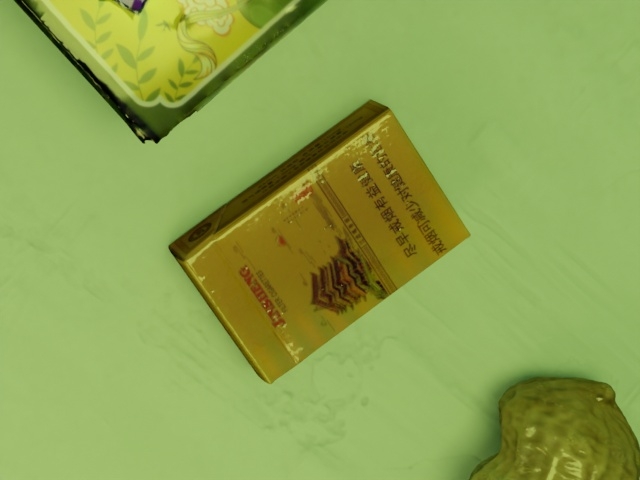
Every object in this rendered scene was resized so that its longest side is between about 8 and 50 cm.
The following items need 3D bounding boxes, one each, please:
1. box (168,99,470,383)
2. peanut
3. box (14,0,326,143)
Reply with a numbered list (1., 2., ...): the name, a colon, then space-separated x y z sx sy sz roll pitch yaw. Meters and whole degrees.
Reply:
1. box: 0.000 0.000 2.007 0.274 0.076 0.174 -36 109 -7
2. peanut: 0.267 0.261 2.112 0.197 0.110 0.233 22 81 -12
3. box: -0.134 -0.364 1.821 0.420 0.138 0.373 -40 112 4
